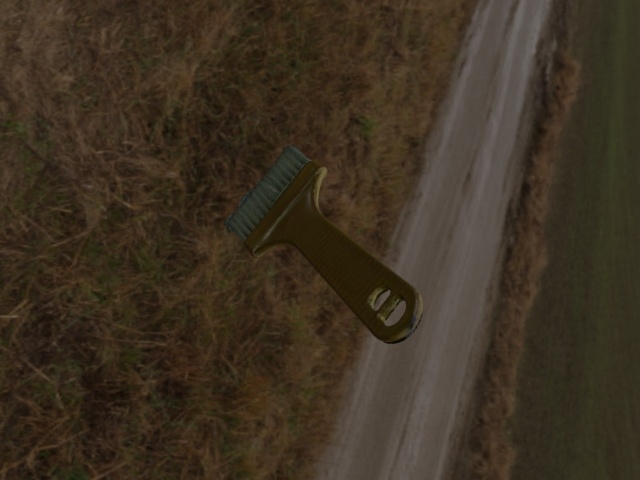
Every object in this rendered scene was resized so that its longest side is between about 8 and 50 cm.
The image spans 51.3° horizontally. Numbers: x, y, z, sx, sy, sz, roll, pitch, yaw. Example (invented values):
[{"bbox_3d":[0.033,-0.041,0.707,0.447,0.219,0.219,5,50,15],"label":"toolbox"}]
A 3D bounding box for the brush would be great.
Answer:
[{"bbox_3d":[0.000,0.000,0.428,0.082,0.218,0.010,-50,128,1],"label":"brush"}]
